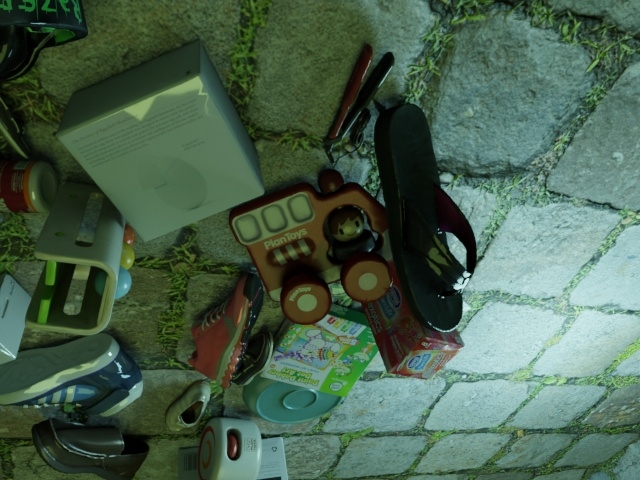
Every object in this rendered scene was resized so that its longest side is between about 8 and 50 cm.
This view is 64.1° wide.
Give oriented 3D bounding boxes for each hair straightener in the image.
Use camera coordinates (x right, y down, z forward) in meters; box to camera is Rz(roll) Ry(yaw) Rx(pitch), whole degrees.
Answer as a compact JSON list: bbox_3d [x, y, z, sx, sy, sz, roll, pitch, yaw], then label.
[{"bbox_3d":[0.074,-0.220,0.891,0.088,0.047,0.231,9,128,-21],"label":"hair straightener"}]

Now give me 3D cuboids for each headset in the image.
[{"bbox_3d":[-0.470,-0.229,0.625,0.393,0.243,0.185,2,108,22],"label":"headset"}]

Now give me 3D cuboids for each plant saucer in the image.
[{"bbox_3d":[-0.060,0.435,1.447,0.317,0.044,0.318,-8,132,-8],"label":"plant saucer"}]

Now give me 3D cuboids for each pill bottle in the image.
[{"bbox_3d":[-0.518,-0.087,0.827,0.151,0.086,0.086,1,131,-3],"label":"pill bottle"}]

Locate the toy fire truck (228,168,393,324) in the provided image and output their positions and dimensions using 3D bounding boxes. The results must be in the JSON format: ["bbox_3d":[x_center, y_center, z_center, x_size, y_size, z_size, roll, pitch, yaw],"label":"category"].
[{"bbox_3d":[0.000,0.000,1.008,0.302,0.169,0.254,-21,114,4],"label":"toy fire truck"}]

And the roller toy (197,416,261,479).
[{"bbox_3d":[-0.251,0.604,1.443,0.146,0.209,0.191,14,94,-26],"label":"roller toy"}]

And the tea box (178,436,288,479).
[{"bbox_3d":[-0.273,0.813,1.608,0.328,0.220,0.324,-2,130,-13],"label":"tea box"}]

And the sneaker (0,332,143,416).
[{"bbox_3d":[-0.579,0.353,1.179,0.322,0.130,0.236,-17,129,-6],"label":"sneaker"}]

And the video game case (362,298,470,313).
[{"bbox_3d":[0.242,0.186,1.312,0.227,0.026,0.206,-38,129,19],"label":"video game case"}]

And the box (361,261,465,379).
[{"bbox_3d":[0.184,0.155,1.111,0.122,0.257,0.128,19,125,-31],"label":"box"}]

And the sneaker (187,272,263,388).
[{"bbox_3d":[-0.224,0.200,1.149,0.136,0.116,0.314,21,117,1],"label":"sneaker"}]

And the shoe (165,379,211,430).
[{"bbox_3d":[-0.362,0.462,1.381,0.076,0.058,0.219,19,124,-28],"label":"shoe"}]

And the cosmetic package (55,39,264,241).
[{"bbox_3d":[-0.239,-0.153,0.809,0.223,0.138,0.225,-21,134,5],"label":"cosmetic package"}]

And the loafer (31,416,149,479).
[{"bbox_3d":[-0.598,0.534,1.360,0.130,0.134,0.366,-43,141,-6],"label":"loafer"}]

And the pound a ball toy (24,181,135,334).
[{"bbox_3d":[-0.389,0.044,0.858,0.135,0.319,0.208,11,112,-22],"label":"pound a ball toy"}]

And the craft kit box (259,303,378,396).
[{"bbox_3d":[0.008,0.269,1.273,0.249,0.061,0.247,19,121,-19],"label":"craft kit box"}]

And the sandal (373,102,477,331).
[{"bbox_3d":[0.203,-0.022,0.919,0.167,0.107,0.446,-34,114,-40],"label":"sandal"}]

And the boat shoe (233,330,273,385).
[{"bbox_3d":[-0.180,0.295,1.269,0.064,0.075,0.206,13,131,-28],"label":"boat shoe"}]

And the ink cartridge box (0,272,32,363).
[{"bbox_3d":[-0.687,0.175,0.973,0.219,0.160,0.093,-18,134,3],"label":"ink cartridge box"}]

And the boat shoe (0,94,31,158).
[{"bbox_3d":[-0.482,-0.180,0.791,0.038,0.046,0.125,-46,146,-23],"label":"boat shoe"}]
